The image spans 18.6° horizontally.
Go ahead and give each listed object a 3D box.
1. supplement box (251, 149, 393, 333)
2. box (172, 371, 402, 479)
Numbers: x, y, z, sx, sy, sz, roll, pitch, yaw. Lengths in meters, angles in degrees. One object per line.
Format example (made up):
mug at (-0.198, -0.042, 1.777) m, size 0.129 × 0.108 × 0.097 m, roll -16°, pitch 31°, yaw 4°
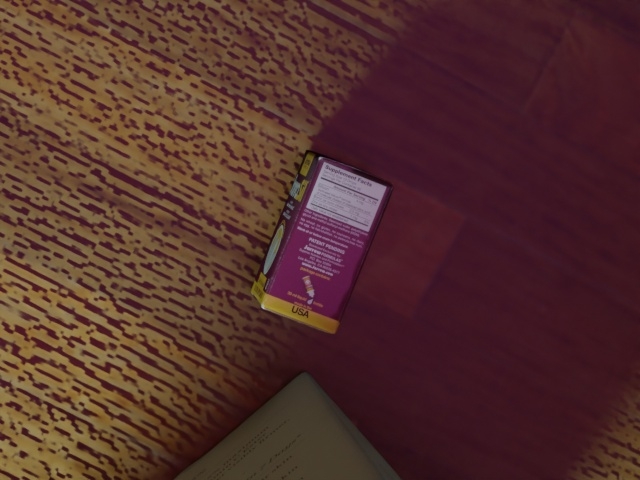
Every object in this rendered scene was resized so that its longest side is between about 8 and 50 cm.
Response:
supplement box at (0.000, 0.000, 1.006) m, size 0.043 × 0.055 × 0.083 m, roll 21°, pitch 92°, yaw -9°
box at (-0.013, 0.216, 0.881) m, size 0.215 × 0.345 × 0.168 m, roll -41°, pitch 100°, yaw -1°
